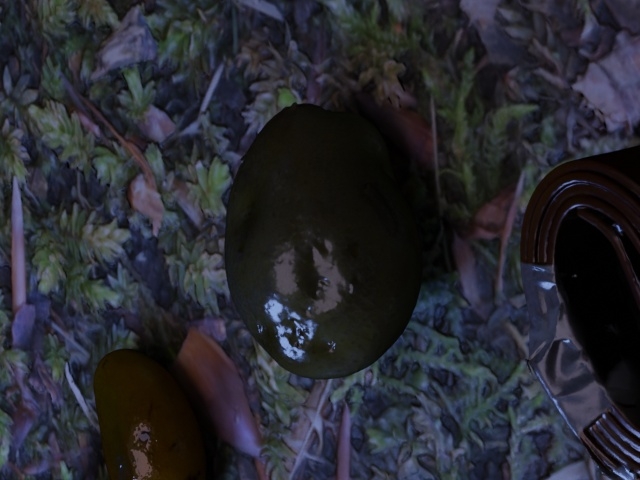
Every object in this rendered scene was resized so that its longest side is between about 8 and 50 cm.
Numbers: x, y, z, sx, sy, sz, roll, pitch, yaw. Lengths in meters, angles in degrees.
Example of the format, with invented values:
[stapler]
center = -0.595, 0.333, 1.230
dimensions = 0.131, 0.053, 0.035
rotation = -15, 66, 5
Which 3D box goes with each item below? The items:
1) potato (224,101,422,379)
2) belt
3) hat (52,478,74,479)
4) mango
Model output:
[potato]
center = 0.000, 0.000, 1.539
dimensions = 0.178, 0.160, 0.235
rotation = -5, 86, 20
[belt]
center = 0.248, 0.058, 1.347
dimensions = 0.184, 0.105, 0.261
rotation = -26, 82, 45
[hat]
center = -0.255, 0.321, 1.851
dimensions = 0.126, 0.203, 0.203
rotation = 46, 130, 51
[mango]
center = -0.169, 0.189, 1.786
dimensions = 0.115, 0.090, 0.178
rotation = -28, 72, 51
